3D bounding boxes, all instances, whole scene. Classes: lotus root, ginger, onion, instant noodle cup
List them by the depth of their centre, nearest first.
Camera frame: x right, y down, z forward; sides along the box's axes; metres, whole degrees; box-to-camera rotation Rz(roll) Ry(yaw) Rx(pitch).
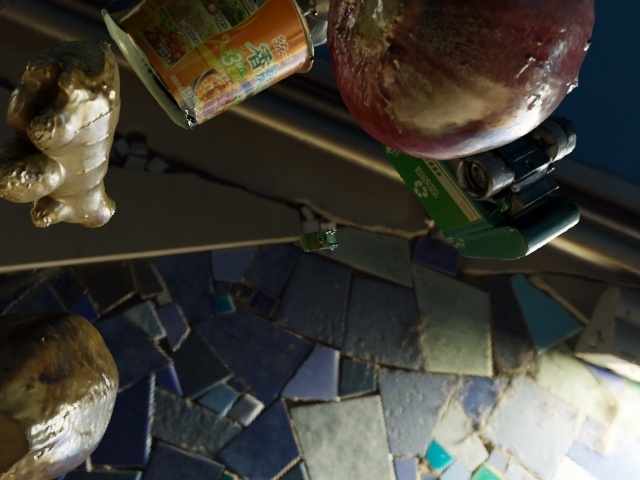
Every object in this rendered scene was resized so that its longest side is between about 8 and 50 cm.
[{"bbox_3d":[0.101,-0.125,0.394,0.195,0.159,0.160,3,-3,-40],"label":"onion"},{"bbox_3d":[-0.280,0.153,0.550,0.193,0.193,0.291,24,1,-2],"label":"lotus root"},{"bbox_3d":[-0.148,-0.262,0.791,0.230,0.182,0.230,50,-10,13],"label":"instant noodle cup"},{"bbox_3d":[-0.373,-0.114,0.938,0.166,0.236,0.375,3,-48,-3],"label":"ginger"}]

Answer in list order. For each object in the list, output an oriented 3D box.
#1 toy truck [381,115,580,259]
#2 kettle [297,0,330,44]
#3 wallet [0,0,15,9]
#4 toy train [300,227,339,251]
[{"bbox_3d":[0.126,-0.099,0.573,0.253,0.114,0.124,55,-30,15],"label":"toy truck"},{"bbox_3d":[-0.027,-0.483,1.210,0.251,0.207,0.271,0,16,-15],"label":"kettle"},{"bbox_3d":[-0.244,-0.268,0.532,0.049,0.182,0.229,49,-30,-20],"label":"wallet"},{"bbox_3d":[0.000,0.000,1.123,0.057,0.038,0.093,-11,0,11],"label":"toy train"}]
